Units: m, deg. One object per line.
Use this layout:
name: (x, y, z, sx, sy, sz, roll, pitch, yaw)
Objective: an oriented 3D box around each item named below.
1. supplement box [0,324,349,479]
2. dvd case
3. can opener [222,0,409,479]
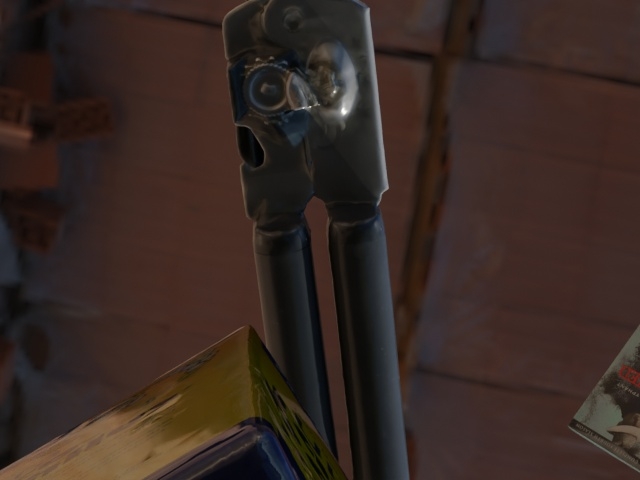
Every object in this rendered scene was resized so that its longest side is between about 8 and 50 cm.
supplement box: (-0.057, 0.172, 0.665, 0.194, 0.195, 0.356, 60, -2, -4)
dvd case: (0.250, 0.111, 1.357, 0.119, 0.087, 0.013, -54, 137, -5)
can opener: (0.000, 0.000, 0.970, 0.095, 0.076, 0.283, -97, -179, -73)
